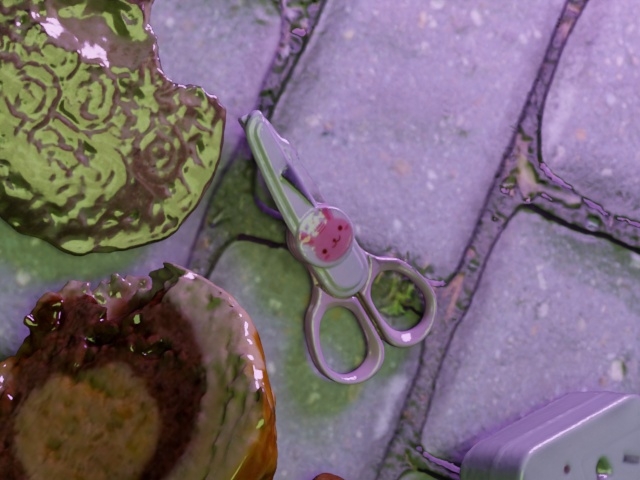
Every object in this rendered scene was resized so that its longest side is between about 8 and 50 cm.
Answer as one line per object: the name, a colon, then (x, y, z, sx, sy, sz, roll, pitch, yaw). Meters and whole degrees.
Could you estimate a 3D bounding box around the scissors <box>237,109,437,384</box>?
scissors: (0.000, 0.000, 1.492, 0.118, 0.030, 0.242, -36, 107, -16)

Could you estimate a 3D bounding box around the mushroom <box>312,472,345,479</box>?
mushroom: (-0.049, 0.208, 1.468, 0.187, 0.061, 0.060, 13, 92, -16)

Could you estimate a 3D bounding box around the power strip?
power strip: (0.179, 0.273, 1.532, 0.261, 0.141, 0.230, -24, 100, -32)

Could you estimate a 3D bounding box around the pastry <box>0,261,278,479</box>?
pastry: (-0.135, 0.159, 1.358, 0.256, 0.236, 0.170, -53, 148, -22)

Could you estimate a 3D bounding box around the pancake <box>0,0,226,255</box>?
pancake: (-0.183, -0.101, 1.423, 0.212, 0.029, 0.235, -25, 100, -17)
